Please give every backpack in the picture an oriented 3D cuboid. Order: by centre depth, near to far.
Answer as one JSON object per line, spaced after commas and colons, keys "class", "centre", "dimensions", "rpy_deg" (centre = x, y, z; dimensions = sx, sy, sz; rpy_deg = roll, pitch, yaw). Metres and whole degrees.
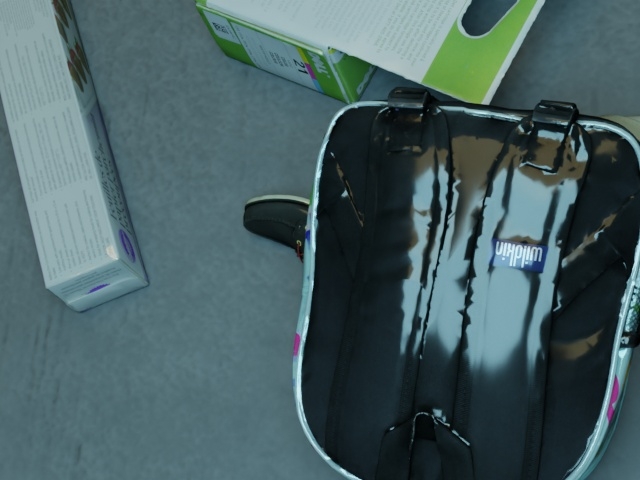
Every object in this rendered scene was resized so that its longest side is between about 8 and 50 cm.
{"class": "backpack", "centre": [0.099, 0.046, 0.881], "dimensions": [0.225, 0.191, 0.253], "rpy_deg": [8, 85, 17]}

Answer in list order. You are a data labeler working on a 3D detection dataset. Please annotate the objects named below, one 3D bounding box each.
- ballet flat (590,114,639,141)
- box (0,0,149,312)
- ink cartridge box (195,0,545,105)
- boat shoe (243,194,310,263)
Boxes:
{"class": "ballet flat", "centre": [0.256, -0.043, 0.954], "dimensions": [0.248, 0.086, 0.086], "rpy_deg": [21, 75, 21]}
{"class": "box", "centre": [-0.217, -0.100, 1.107], "dimensions": [0.067, 0.063, 0.324], "rpy_deg": [-23, 64, 7]}
{"class": "ink cartridge box", "centre": [0.059, -0.199, 1.056], "dimensions": [0.255, 0.097, 0.189], "rpy_deg": [24, 76, 21]}
{"class": "boat shoe", "centre": [0.000, -0.001, 1.014], "dimensions": [0.133, 0.049, 0.042], "rpy_deg": [16, 65, 16]}
